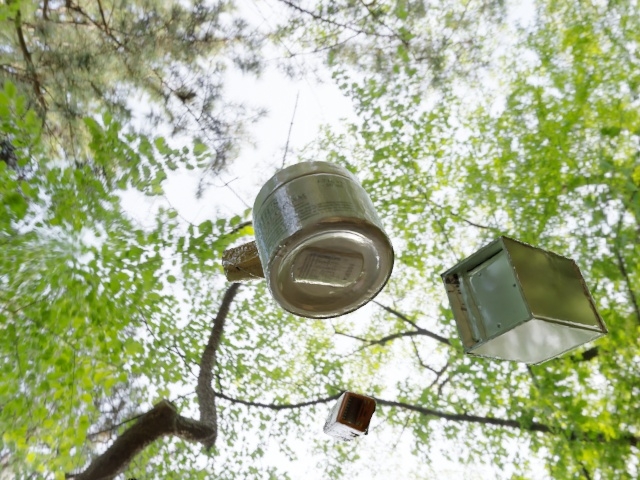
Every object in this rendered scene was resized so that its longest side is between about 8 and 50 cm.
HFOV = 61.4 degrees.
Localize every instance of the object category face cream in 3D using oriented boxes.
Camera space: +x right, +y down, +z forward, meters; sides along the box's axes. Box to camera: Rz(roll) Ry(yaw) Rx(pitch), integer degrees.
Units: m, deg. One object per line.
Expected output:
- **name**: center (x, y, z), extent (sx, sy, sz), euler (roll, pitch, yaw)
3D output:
- **face cream**: center (0.000, 0.000, 0.748), extent (0.177, 0.153, 0.177), euler (-8, -52, -10)

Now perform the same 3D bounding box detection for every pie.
- **pie**: center (-0.116, 0.041, 1.399), extent (0.282, 0.129, 0.068), euler (-13, -44, 8)

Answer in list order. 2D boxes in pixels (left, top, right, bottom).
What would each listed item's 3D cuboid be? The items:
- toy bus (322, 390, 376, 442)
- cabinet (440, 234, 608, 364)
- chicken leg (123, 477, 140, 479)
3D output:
- **toy bus**: center (0.073, 0.474, 1.427), extent (0.092, 0.409, 0.093), euler (21, -114, 4)
- **cabinet**: center (0.330, 0.108, 0.896), extent (0.206, 0.150, 0.145), euler (14, -129, -34)
- **chicken leg**: center (-0.354, 0.456, 0.859), extent (0.093, 0.205, 0.053), euler (22, -72, 6)
